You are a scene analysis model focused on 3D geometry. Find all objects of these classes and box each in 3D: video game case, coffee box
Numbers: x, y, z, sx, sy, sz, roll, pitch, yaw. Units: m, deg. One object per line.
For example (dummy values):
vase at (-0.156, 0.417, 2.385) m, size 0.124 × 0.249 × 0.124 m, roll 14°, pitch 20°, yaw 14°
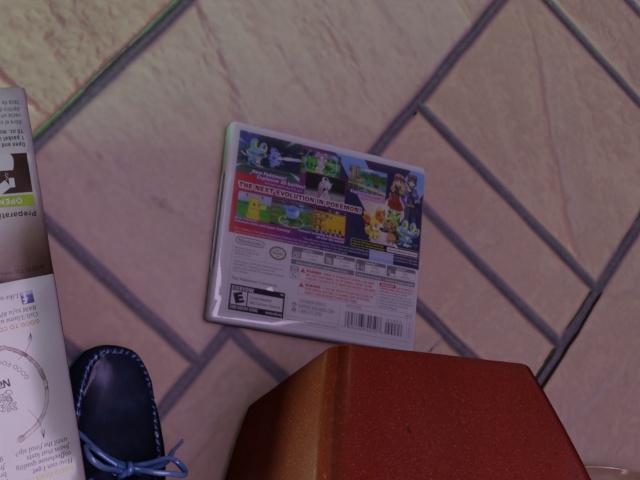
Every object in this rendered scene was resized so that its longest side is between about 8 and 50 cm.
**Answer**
video game case at (0.000, 0.000, 0.960) m, size 0.201 × 0.023 × 0.183 m, roll 12°, pitch 73°, yaw -22°
coffee box at (-0.257, 0.061, 0.738) m, size 0.119 × 0.168 × 0.297 m, roll -7°, pitch 81°, yaw -27°

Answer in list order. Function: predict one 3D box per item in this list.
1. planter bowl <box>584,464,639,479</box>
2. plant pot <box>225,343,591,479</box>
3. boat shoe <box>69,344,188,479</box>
planter bowl at (0.280, 0.292, 0.965) m, size 0.162 × 0.162 × 0.109 m, roll 0°, pitch 104°, yaw -26°
plant pot at (0.058, 0.225, 0.818) m, size 0.267 × 0.267 × 0.235 m, roll 9°, pitch 61°, yaw -24°
boat shoe at (-0.146, 0.206, 0.802) m, size 0.109 × 0.089 × 0.258 m, roll -3°, pitch 79°, yaw -27°
